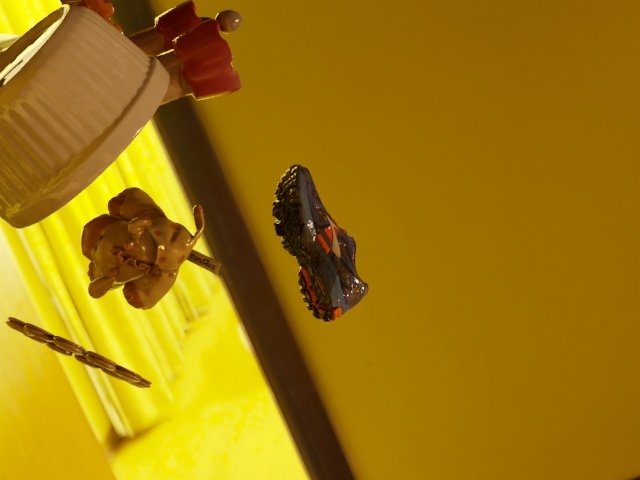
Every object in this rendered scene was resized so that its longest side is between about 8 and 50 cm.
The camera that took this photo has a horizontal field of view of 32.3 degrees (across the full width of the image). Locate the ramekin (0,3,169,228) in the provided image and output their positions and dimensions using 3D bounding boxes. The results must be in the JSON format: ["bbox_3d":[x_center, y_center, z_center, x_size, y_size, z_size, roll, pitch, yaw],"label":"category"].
[{"bbox_3d":[-0.250,-0.122,1.016,0.207,0.109,0.207,-34,26,19],"label":"ramekin"}]

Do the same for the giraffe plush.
[{"bbox_3d":[-0.273,0.016,1.583,0.210,0.181,0.170,7,4,22],"label":"giraffe plush"}]

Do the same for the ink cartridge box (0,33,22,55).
[{"bbox_3d":[-0.378,-0.173,1.178,0.115,0.067,0.198,-28,27,-30],"label":"ink cartridge box"}]

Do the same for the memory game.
[{"bbox_3d":[-0.281,0.131,1.280,0.186,0.186,0.012,1,63,61],"label":"memory game"}]

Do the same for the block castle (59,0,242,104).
[{"bbox_3d":[-0.229,-0.383,1.262,0.213,0.453,0.303,-22,20,-6],"label":"block castle"}]

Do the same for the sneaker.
[{"bbox_3d":[0.000,0.000,1.530,0.087,0.221,0.083,-18,0,-34],"label":"sneaker"}]
